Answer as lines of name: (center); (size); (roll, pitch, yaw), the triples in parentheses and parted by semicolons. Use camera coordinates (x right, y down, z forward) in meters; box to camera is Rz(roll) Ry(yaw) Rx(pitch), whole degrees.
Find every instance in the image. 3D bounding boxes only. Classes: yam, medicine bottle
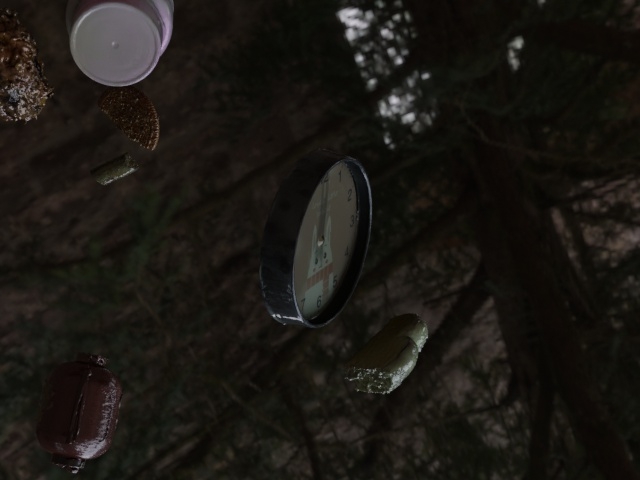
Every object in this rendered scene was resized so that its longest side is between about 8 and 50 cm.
yam: (-0.396, -0.135, 1.972); (0.094, 0.043, 0.043); (-24, -152, 19)
medicine bottle: (-0.458, -0.499, 2.347); (0.241, 0.241, 0.302); (-20, -148, 5)

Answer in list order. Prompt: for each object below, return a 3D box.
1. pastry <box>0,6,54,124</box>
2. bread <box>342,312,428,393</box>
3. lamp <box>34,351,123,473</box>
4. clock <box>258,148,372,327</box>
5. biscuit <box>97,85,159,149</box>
pastry: (-0.635, -0.350, 2.010); (0.274, 0.275, 0.193); (3, -112, 37)
bread: (0.114, 0.212, 1.818); (0.172, 0.064, 0.232); (-33, -172, 18)
lamp: (-0.522, 0.370, 2.224); (0.180, 0.180, 0.258); (0, -107, 35)
clock: (0.000, 0.000, 2.175); (0.076, 0.386, 0.386); (14, -137, 25)
biscuit: (-0.481, -0.327, 2.610); (0.206, 0.126, 0.025); (38, -150, 16)
